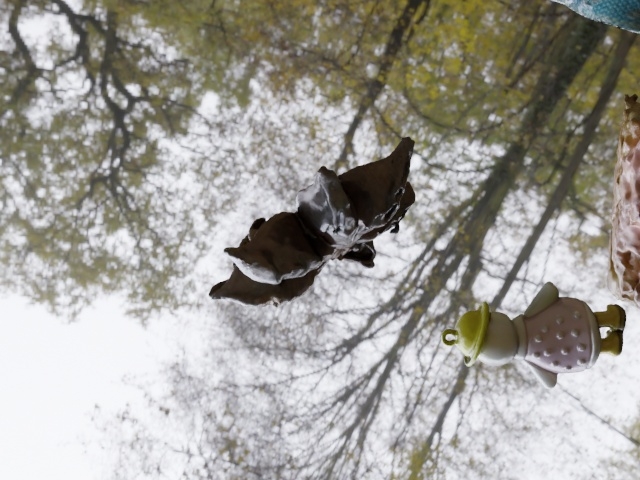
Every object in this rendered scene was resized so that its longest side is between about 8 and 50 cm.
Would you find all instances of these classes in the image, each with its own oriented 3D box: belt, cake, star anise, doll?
[{"bbox_3d":[0.277,-0.308,0.910,0.087,0.072,0.302,-3,-149,-27],"label":"belt"},{"bbox_3d":[0.595,-0.049,1.173,0.306,0.314,0.293,5,-159,19],"label":"cake"},{"bbox_3d":[0.009,-0.010,0.652,0.208,0.172,0.063,-20,-112,-36],"label":"star anise"},{"bbox_3d":[0.241,0.109,0.899,0.207,0.129,0.081,-2,-165,2],"label":"doll"}]
